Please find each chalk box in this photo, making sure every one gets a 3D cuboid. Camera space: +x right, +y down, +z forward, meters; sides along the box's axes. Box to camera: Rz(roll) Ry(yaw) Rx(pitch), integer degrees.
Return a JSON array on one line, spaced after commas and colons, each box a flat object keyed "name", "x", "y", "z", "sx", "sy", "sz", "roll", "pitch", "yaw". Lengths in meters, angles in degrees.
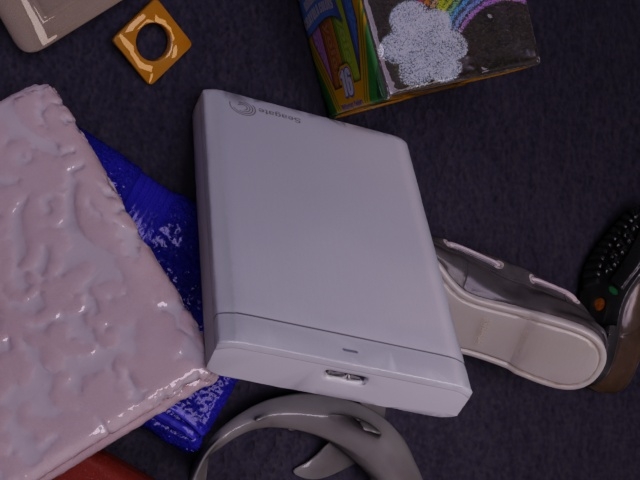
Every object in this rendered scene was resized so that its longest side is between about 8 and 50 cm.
[{"name": "chalk box", "x": 0.077, "y": -0.290, "z": 1.222, "sx": 0.180, "sy": 0.179, "sz": 0.289, "roll": -15, "pitch": 94, "yaw": -18}]

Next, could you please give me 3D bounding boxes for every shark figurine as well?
[{"name": "shark figurine", "x": 0.000, "y": 0.197, "z": 1.228, "sx": 0.278, "sy": 0.116, "sz": 0.166, "roll": 10, "pitch": 85, "yaw": -21}]

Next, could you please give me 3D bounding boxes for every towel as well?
[{"name": "towel", "x": -0.297, "y": 0.064, "z": 1.051, "sx": 0.317, "sy": 0.053, "sz": 0.332, "roll": -32, "pitch": 70, "yaw": -4}, {"name": "towel", "x": -0.193, "y": 0.046, "z": 1.177, "sx": 0.308, "sy": 0.076, "sz": 0.228, "roll": 33, "pitch": 80, "yaw": -16}]

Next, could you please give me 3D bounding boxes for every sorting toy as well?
[{"name": "sorting toy", "x": -0.249, "y": -0.302, "z": 1.156, "sx": 0.196, "sy": 0.047, "sz": 0.348, "roll": -36, "pitch": 118, "yaw": -20}]

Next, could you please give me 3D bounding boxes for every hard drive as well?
[{"name": "hard drive", "x": 0.000, "y": 0.000, "z": 1.133, "sx": 0.233, "sy": 0.353, "sz": 0.047, "roll": 13, "pitch": 128, "yaw": -19}]

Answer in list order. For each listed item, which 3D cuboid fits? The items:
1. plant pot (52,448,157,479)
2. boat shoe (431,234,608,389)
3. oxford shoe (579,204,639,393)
[{"name": "plant pot", "x": -0.198, "y": 0.326, "z": 1.093, "sx": 0.236, "sy": 0.267, "sz": 0.267, "roll": 45, "pitch": 76, "yaw": 1}, {"name": "boat shoe", "x": 0.147, "y": 0.061, "z": 1.289, "sx": 0.335, "sy": 0.095, "sz": 0.112, "roll": 23, "pitch": 115, "yaw": -4}, {"name": "oxford shoe", "x": 0.349, "y": 0.067, "z": 1.376, "sx": 0.096, "sy": 0.083, "sz": 0.227, "roll": 27, "pitch": 83, "yaw": -34}]
